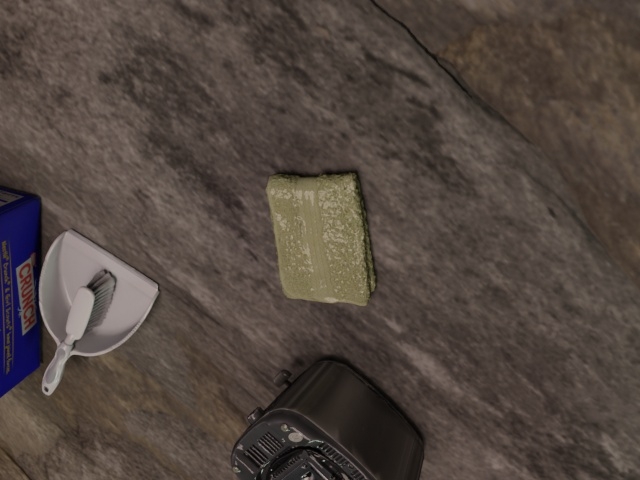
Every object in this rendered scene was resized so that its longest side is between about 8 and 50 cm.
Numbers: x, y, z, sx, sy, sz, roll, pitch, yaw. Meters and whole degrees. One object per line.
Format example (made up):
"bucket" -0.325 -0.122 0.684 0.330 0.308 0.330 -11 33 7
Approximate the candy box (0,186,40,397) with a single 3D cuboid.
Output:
"candy box" -0.466 0.104 0.782 0.122 0.317 0.268 17 116 14

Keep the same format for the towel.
"towel" 0.000 0.000 0.731 0.110 0.027 0.148 0 112 19

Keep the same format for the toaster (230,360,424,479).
"toaster" 0.024 0.241 0.758 0.227 0.146 0.129 43 121 -1

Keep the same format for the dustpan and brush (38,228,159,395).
"dustpan and brush" -0.306 0.110 0.872 0.147 0.060 0.211 32 119 5
